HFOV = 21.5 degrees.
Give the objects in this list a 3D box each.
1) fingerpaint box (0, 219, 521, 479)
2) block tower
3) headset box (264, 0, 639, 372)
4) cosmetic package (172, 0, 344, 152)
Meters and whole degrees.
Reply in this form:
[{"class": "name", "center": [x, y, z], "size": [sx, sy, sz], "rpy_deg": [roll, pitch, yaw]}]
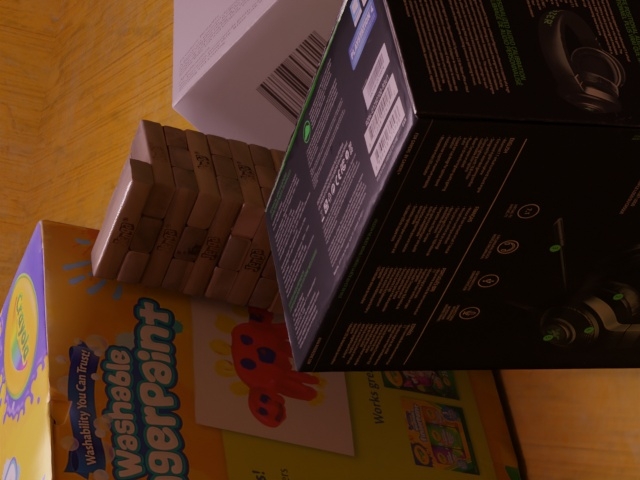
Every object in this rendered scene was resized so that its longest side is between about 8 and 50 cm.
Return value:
[{"class": "fingerpaint box", "center": [-0.040, 0.221, 1.202], "size": [0.445, 0.371, 0.163], "rpy_deg": [-103, 32, -45]}, {"class": "block tower", "center": [0.000, 0.000, 1.271], "size": [0.097, 0.335, 0.091], "rpy_deg": [-109, 37, -53]}, {"class": "headset box", "center": [0.138, -0.039, 1.011], "size": [0.246, 0.283, 0.131], "rpy_deg": [113, 152, -50]}, {"class": "cosmetic package", "center": [-0.018, -0.195, 1.510], "size": [0.197, 0.155, 0.365], "rpy_deg": [-44, 18, 15]}]
